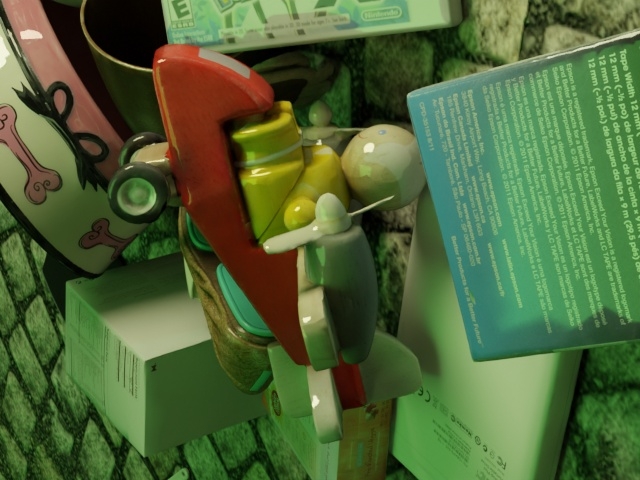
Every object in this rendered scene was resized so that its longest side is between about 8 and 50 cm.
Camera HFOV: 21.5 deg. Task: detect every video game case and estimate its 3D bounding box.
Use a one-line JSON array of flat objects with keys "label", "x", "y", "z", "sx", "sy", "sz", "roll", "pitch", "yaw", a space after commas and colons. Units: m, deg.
[{"label": "video game case", "x": -0.031, "y": -0.345, "z": 1.674, "sx": 0.329, "sy": 0.036, "sz": 0.300, "roll": -3, "pitch": 102, "yaw": 29}]

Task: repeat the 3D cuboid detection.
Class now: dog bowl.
[{"label": "dog bowl", "x": -0.321, "y": -0.163, "z": 2.066, "sx": 0.408, "sy": 0.150, "sz": 0.408, "roll": 57, "pitch": -172, "yaw": -12}]

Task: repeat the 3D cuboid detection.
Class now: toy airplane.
[{"label": "toy airplane", "x": 0.000, "y": 0.000, "z": 1.670, "sx": 0.386, "sy": 0.272, "sz": 0.384, "roll": 62, "pitch": -170, "yaw": 30}]

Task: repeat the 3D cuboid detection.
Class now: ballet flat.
[{"label": "ballet flat", "x": -0.104, "y": 0.052, "z": 1.948, "sx": 0.342, "sy": 0.116, "sz": 0.124, "roll": -115, "pitch": 34, "yaw": -49}]

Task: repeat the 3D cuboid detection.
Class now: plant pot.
[{"label": "plant pot", "x": -0.152, "y": -0.183, "z": 1.941, "sx": 0.215, "sy": 0.215, "sz": 0.230, "roll": 48, "pitch": 156, "yaw": 36}]

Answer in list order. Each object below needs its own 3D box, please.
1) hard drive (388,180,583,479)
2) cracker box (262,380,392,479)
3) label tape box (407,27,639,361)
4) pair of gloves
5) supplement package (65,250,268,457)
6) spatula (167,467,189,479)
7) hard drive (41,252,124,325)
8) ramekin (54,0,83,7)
[{"label": "hard drive", "x": 0.163, "y": 0.124, "z": 1.705, "sx": 0.233, "sy": 0.047, "sz": 0.353, "roll": 41, "pitch": 136, "yaw": 42}, {"label": "cracker box", "x": 0.004, "y": 0.178, "z": 1.914, "sx": 0.232, "sy": 0.067, "sz": 0.155, "roll": -128, "pitch": 36, "yaw": -54}, {"label": "label tape box", "x": 0.260, "y": -0.046, "z": 1.403, "sx": 0.348, "sy": 0.115, "sz": 0.249, "roll": -12, "pitch": 93, "yaw": 40}, {"label": "pair of gloves", "x": -0.100, "y": -0.122, "z": 1.857, "sx": 0.042, "sy": 0.204, "sz": 0.240, "roll": 60, "pitch": 146, "yaw": 22}, {"label": "supplement package", "x": -0.189, "y": 0.135, "z": 2.116, "sx": 0.203, "sy": 0.194, "sz": 0.149, "roll": 39, "pitch": 134, "yaw": 44}, {"label": "spatula", "x": -0.217, "y": 0.429, "z": 2.459, "sx": 0.242, "sy": 0.019, "sz": 0.168, "roll": -39, "pitch": 69, "yaw": 52}, {"label": "hard drive", "x": -0.326, "y": 0.086, "z": 2.438, "sx": 0.254, "sy": 0.054, "sz": 0.172, "roll": 56, "pitch": 144, "yaw": 27}, {"label": "ramekin", "x": -0.283, "y": -0.415, "z": 1.972, "sx": 0.127, "sy": 0.273, "sz": 0.273, "roll": -42, "pitch": 67, "yaw": 41}]
